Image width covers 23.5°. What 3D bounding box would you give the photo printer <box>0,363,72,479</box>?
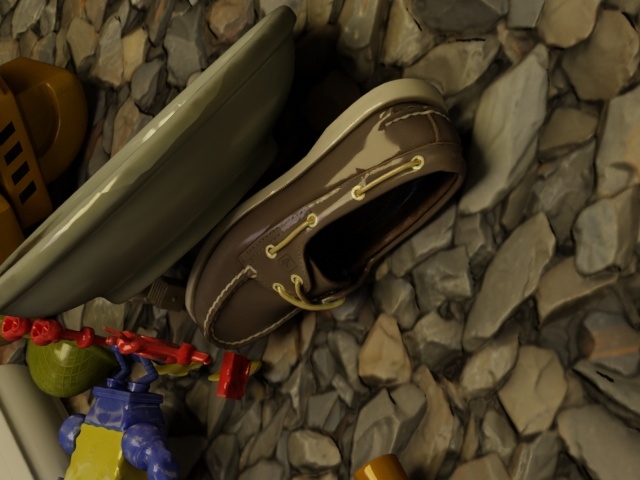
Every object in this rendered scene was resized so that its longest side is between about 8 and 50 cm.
[{"bbox_3d":[-0.323,0.322,1.627,0.256,0.107,0.307,-58,45,21],"label":"photo printer"}]

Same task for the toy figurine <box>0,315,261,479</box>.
[{"bbox_3d":[-0.234,0.194,1.482,0.362,0.191,0.217,1,78,49],"label":"toy figurine"}]

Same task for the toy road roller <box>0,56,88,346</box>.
[{"bbox_3d":[-0.373,-0.070,1.750,0.202,0.240,0.329,21,134,49],"label":"toy road roller"}]

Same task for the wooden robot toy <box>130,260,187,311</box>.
[{"bbox_3d":[-0.207,0.016,1.591,0.076,0.079,0.173,-56,45,23],"label":"wooden robot toy"}]

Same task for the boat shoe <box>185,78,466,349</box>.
[{"bbox_3d":[0.000,0.000,1.336,0.324,0.116,0.096,-43,48,26],"label":"boat shoe"}]

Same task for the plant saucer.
[{"bbox_3d":[-0.147,-0.048,1.417,0.400,0.100,0.400,-42,10,9],"label":"plant saucer"}]

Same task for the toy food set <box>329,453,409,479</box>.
[{"bbox_3d":[-0.003,0.282,1.276,0.232,0.111,0.104,-44,63,32],"label":"toy food set"}]
